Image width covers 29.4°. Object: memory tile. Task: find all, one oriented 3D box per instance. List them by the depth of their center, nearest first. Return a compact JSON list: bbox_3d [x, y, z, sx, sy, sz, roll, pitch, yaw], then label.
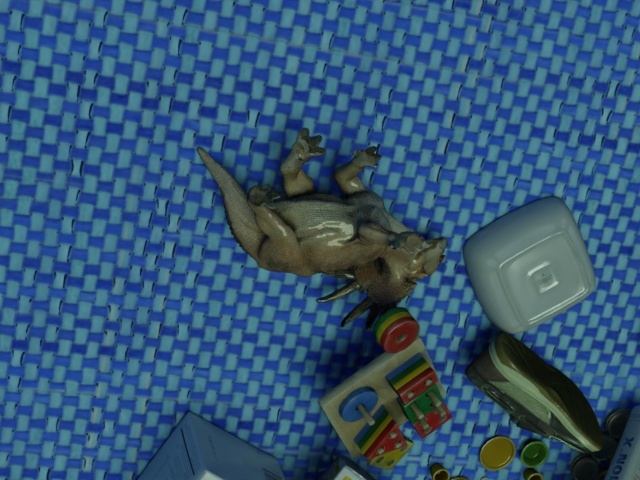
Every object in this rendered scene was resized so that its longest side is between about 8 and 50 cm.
[{"bbox_3d":[0.399,0.286,1.567,0.148,0.012,0.113,30,100,-24],"label":"memory tile"}]

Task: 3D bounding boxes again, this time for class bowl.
[{"bbox_3d":[0.247,0.035,1.406,0.142,0.053,0.142,-27,114,-3],"label":"bowl"}]

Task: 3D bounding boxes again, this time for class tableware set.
[{"bbox_3d":[0.207,0.292,1.509,0.154,0.024,0.104,0,110,-15],"label":"tableware set"}]

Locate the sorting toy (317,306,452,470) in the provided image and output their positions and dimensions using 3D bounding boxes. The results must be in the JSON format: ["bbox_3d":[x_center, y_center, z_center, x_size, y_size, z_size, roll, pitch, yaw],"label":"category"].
[{"bbox_3d":[0.081,0.190,1.363,0.132,0.046,0.274,-34,142,-6],"label":"sorting toy"}]

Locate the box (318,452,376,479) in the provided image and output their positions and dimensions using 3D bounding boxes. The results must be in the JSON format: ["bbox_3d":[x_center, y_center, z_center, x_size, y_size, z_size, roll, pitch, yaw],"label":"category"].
[{"bbox_3d":[0.003,0.359,1.398,0.103,0.114,0.203,39,88,0],"label":"box"}]

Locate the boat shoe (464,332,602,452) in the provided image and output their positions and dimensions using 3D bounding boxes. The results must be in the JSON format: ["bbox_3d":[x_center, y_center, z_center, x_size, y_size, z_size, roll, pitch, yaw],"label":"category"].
[{"bbox_3d":[0.256,0.191,1.461,0.073,0.080,0.223,-31,126,26],"label":"boat shoe"}]

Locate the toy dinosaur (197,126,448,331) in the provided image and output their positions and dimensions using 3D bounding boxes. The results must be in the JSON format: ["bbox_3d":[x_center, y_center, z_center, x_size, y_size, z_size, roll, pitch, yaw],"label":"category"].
[{"bbox_3d":[0.000,0.000,1.295,0.295,0.127,0.200,13,143,-3],"label":"toy dinosaur"}]

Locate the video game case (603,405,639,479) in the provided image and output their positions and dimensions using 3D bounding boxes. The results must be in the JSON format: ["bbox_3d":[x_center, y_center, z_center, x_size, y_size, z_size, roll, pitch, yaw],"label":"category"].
[{"bbox_3d":[0.429,0.420,1.517,0.329,0.036,0.300,47,59,-30],"label":"video game case"}]

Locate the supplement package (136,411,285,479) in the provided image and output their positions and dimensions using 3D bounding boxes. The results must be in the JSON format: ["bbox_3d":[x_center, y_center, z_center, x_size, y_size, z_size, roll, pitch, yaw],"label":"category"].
[{"bbox_3d":[-0.156,0.343,1.364,0.134,0.139,0.244,33,100,-23],"label":"supplement package"}]
